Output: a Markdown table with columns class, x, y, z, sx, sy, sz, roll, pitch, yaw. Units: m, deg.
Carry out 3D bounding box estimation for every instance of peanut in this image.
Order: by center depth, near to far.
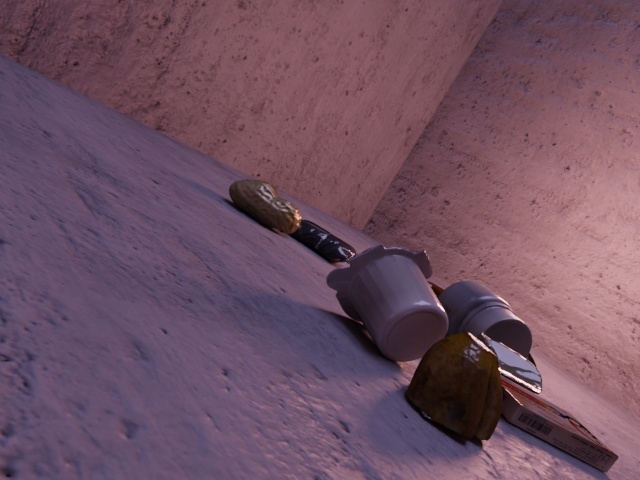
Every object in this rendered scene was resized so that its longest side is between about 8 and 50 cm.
| class | x | y | z | sx | sy | sz | roll | pitch | yaw |
| --- | --- | --- | --- | --- | --- | --- | --- | --- | --- |
| peanut | -0.214 | -0.141 | 1.935 | 0.313 | 0.152 | 0.152 | 35 | 8 | 11 |

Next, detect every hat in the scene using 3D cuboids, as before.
| class | x | y | z | sx | sy | sz | roll | pitch | yaw |
| --- | --- | --- | --- | --- | --- | --- | --- | --- | --- |
| hat | 0.455 | 0.360 | 1.337 | 0.244 | 0.149 | 0.214 | 43 | 24 | 22 |

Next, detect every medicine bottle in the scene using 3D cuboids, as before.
| class | x | y | z | sx | sy | sz | roll | pitch | yaw |
| --- | --- | --- | --- | --- | --- | --- | --- | --- | --- |
| medicine bottle | 0.552 | 0.296 | 1.701 | 0.245 | 0.245 | 0.306 | 29 | 7 | -19 |

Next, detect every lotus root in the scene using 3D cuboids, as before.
| class | x | y | z | sx | sy | sz | roll | pitch | yaw |
| --- | --- | --- | --- | --- | --- | --- | --- | --- | --- |
| lotus root | 0.299 | 0.290 | 1.013 | 0.199 | 0.180 | 0.188 | 32 | 4 | 11 |

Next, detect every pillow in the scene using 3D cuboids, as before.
| class | x | y | z | sx | sy | sz | roll | pitch | yaw |
| --- | --- | --- | --- | --- | --- | --- | --- | --- | --- |
| pillow | 0.000 | 0.000 | 2.043 | 0.335 | 0.092 | 0.161 | 33 | 11 | 19 |

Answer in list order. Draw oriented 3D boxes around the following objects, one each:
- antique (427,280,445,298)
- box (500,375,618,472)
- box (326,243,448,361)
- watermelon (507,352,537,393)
| class | x | y | z | sx | sy | sz | roll | pitch | yaw |
| --- | --- | --- | --- | --- | --- | --- | --- | --- | --- |
| antique | 0.545 | 0.290 | 2.163 | 0.278 | 0.129 | 0.223 | 32 | 8 | 7 |
| box | 0.623 | 0.496 | 1.381 | 0.353 | 0.069 | 0.214 | 31 | 7 | -13 |
| box | 0.176 | 0.160 | 1.215 | 0.291 | 0.262 | 0.206 | 16 | 24 | -27 |
| watermelon | 0.728 | 0.480 | 1.747 | 0.145 | 0.137 | 0.193 | -136 | -153 | -65 |
